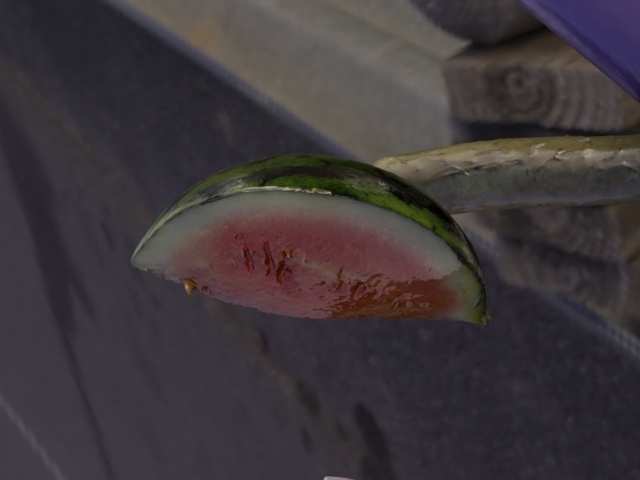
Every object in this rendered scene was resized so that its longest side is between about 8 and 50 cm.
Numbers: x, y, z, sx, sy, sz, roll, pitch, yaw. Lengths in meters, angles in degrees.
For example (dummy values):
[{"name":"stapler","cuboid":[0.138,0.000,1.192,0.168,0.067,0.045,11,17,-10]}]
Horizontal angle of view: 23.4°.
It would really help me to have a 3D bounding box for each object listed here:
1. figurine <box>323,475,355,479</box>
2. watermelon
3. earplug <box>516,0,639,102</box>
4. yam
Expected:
[{"name":"figurine","cuboid":[0.079,0.245,1.100,0.240,0.174,0.116,11,84,49]},{"name":"watermelon","cuboid":[0.000,0.004,1.013,0.063,0.245,0.119,-87,6,-61]},{"name":"earplug","cuboid":[0.214,-0.352,1.553,0.456,0.215,0.215,39,154,13]},{"name":"yam","cuboid":[0.220,-0.069,1.604,0.371,0.083,0.083,-5,111,31]}]
